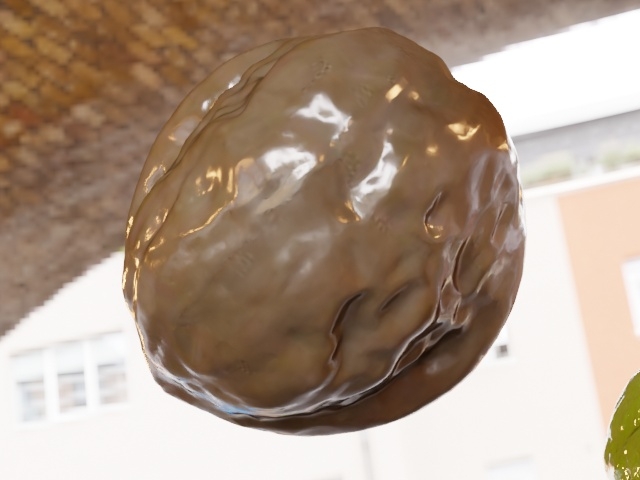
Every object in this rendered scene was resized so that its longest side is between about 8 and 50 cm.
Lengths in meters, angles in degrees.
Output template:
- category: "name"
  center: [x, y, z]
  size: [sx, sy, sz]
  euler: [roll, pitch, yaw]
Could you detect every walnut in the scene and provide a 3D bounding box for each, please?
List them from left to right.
- category: "walnut"
  center: [-0.001, 0.000, 1.066]
  size: [0.227, 0.273, 0.273]
  euler: [41, -46, -20]

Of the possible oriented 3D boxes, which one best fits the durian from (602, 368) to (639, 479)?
- category: "durian"
  center: [0.387, 0.198, 1.624]
  size: [0.256, 0.204, 0.340]
  euler: [8, 2, -11]
